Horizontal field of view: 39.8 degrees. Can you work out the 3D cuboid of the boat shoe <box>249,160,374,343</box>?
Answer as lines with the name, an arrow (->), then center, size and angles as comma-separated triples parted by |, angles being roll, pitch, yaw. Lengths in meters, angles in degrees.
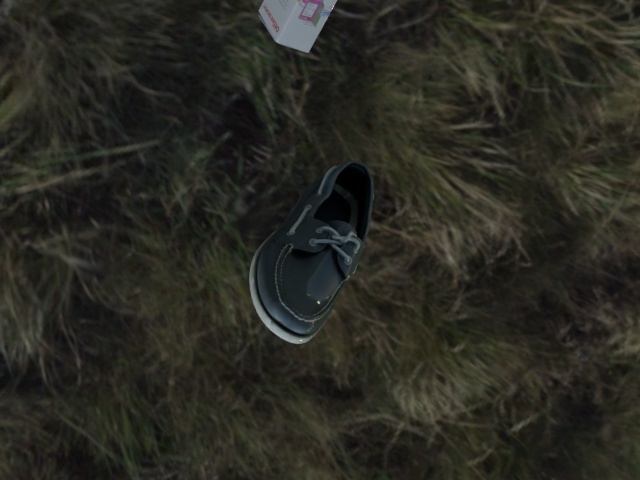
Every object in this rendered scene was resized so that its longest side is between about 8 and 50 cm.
boat shoe -> 0.000, 0.000, 1.117 | 0.116, 0.319, 0.099 | 36, 125, -9

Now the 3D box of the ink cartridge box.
ink cartridge box -> -0.022, -0.315, 1.124 | 0.052, 0.088, 0.122 | 13, 124, -33
